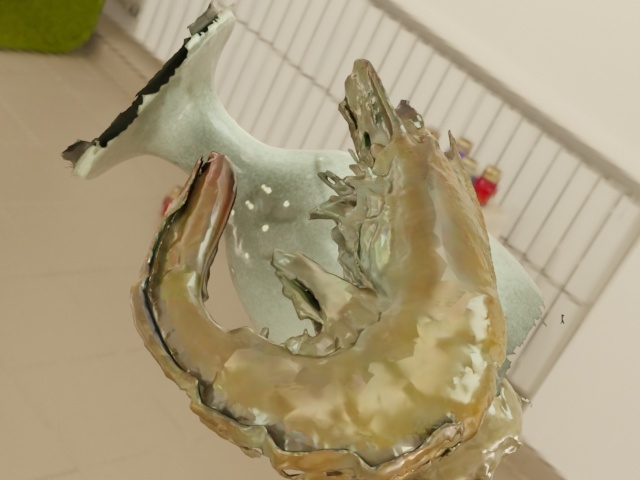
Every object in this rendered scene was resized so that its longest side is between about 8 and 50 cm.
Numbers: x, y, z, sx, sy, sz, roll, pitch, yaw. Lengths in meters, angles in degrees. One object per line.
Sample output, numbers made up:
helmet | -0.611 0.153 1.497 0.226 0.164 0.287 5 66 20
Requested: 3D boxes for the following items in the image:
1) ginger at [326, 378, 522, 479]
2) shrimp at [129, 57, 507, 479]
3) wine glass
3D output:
ginger | 0.071 0.251 1.121 0.244 0.304 0.155 11 -1 31
shrimp | -0.003 0.006 0.529 0.173 0.058 0.253 -2 46 -11
wine glass | -0.004 0.001 0.841 0.357 0.190 0.190 40 25 -6
